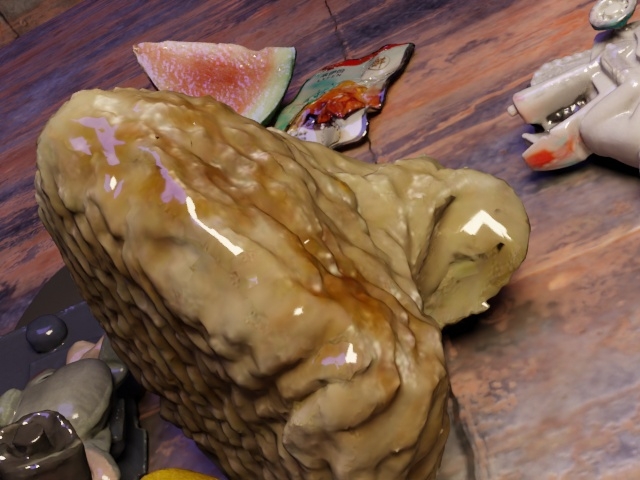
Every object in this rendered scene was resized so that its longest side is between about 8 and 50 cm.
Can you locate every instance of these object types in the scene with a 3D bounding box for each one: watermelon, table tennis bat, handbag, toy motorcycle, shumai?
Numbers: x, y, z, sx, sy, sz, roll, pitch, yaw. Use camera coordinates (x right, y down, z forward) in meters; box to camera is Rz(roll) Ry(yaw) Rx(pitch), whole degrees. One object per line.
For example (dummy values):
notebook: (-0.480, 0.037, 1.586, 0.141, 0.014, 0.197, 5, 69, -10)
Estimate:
watermelon: (-0.143, -0.170, 0.989, 0.202, 0.136, 0.207, 16, 51, 11)
table tennis bat: (-0.271, 0.038, 0.920, 0.154, 0.021, 0.274, -8, 41, 32)
handbag: (-0.245, 0.184, 0.613, 0.269, 0.118, 0.326, -28, 34, 4)
toy motorcycle: (0.269, -0.107, 0.593, 0.260, 0.110, 0.171, -10, 49, 38)
shumai: (0.000, 0.000, 0.490, 0.262, 0.314, 0.267, -44, 21, -28)

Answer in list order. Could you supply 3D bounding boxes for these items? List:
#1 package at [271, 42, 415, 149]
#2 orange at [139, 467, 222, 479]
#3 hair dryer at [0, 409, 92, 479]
package: (0.017, -0.175, 0.953, 0.166, 0.040, 0.232, -8, 38, 34)
orange: (-0.087, 0.187, 0.487, 0.085, 0.095, 0.085, -23, 39, 20)
hair dryer: (-0.108, 0.194, 0.361, 0.089, 0.252, 0.197, -22, 26, -30)
